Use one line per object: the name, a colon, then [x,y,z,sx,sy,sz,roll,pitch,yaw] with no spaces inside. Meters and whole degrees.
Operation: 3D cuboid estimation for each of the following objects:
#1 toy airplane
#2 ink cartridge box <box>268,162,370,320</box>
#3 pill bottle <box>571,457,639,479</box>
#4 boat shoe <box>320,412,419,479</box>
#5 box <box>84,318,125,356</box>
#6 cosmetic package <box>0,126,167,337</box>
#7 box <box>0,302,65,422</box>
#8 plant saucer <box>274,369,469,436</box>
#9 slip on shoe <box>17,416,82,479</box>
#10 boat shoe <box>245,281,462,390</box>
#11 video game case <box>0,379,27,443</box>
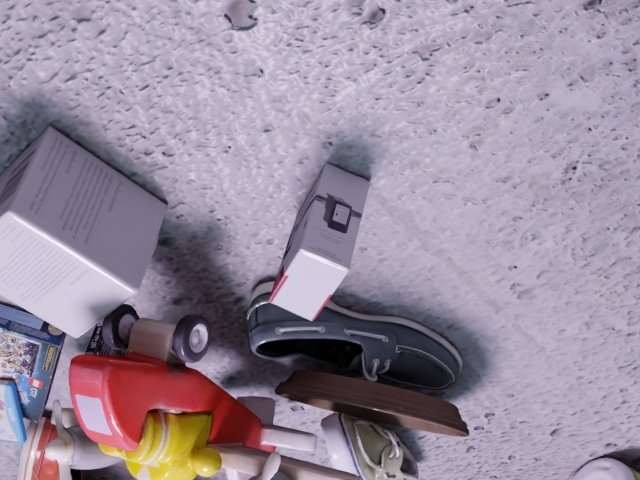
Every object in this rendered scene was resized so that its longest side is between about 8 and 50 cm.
toy airplane: [-0.176,0.283,1.352,0.384,0.273,0.386,25,156,-11]
ink cartridge box: [0.000,0.000,1.202,0.063,0.151,0.109,23,136,-8]
pill bottle: [0.511,0.451,1.593,0.245,0.136,0.136,32,133,-22]
boat shoe: [0.077,0.319,1.544,0.094,0.109,0.302,-21,154,7]
box: [-0.311,0.160,1.480,0.018,0.083,0.067,-6,136,19]
cosmetic package: [-0.316,-0.007,1.253,0.183,0.151,0.151,37,132,-24]
box: [-0.488,0.184,1.568,0.159,0.044,0.233,19,137,-9]
plant saucer: [0.074,0.227,1.427,0.277,0.041,0.278,13,169,3]
slip on shoe: [-0.471,0.428,1.779,0.101,0.123,0.331,12,133,-8]
boat shoe: [0.047,0.157,1.395,0.319,0.099,0.116,21,133,-13]
video game case: [-0.550,0.263,1.598,0.166,0.015,0.119,4,121,9]
